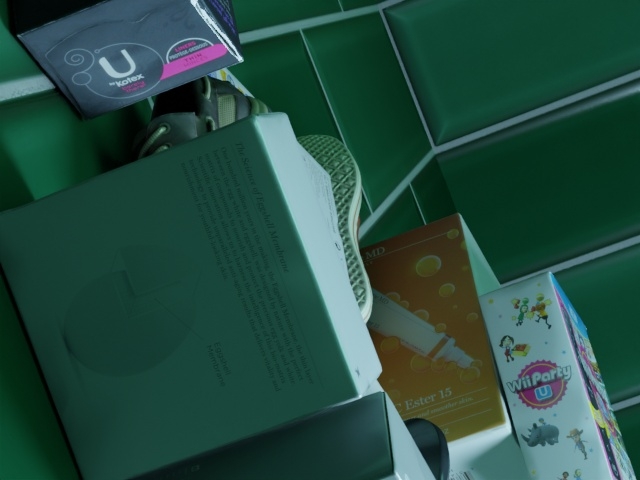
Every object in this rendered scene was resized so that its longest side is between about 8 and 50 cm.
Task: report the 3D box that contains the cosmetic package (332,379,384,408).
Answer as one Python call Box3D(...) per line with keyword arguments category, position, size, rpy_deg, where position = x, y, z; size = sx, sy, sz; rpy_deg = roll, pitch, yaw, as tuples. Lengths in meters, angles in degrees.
Box3D(category="cosmetic package", position=(-0.035, 0.131, 1.686), size=(0.127, 0.107, 0.238), rpy_deg=(-55, 136, -24))

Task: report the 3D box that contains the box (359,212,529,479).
Box3D(category="box", position=(0.130, 0.170, 2.187), size=(0.345, 0.215, 0.168), rpy_deg=(-99, 163, -44))

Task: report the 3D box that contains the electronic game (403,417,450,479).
Box3D(category="electronic game", position=(0.052, 0.276, 1.702), size=(0.048, 0.229, 0.229), rpy_deg=(30, 27, -18))

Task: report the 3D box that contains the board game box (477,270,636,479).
Box3D(category="board game box", position=(0.295, 0.219, 2.097), size=(0.224, 0.098, 0.303), rpy_deg=(46, 25, -61))

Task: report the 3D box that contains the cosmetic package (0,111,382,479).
Box3D(category="cosmetic package", position=(-0.099, 0.043, 1.359), size=(0.138, 0.225, 0.224), rpy_deg=(-27, 97, -78))

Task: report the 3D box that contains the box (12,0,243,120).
Box3D(category="box", position=(-0.188, -0.273, 1.630), size=(0.143, 0.165, 0.270), rpy_deg=(55, 19, -52))

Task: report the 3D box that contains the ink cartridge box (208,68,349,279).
Box3D(category="ink cartridge box", position=(-0.076, -0.077, 1.995), size=(0.311, 0.065, 0.185), rpy_deg=(47, 24, -45))

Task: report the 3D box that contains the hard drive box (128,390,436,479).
Box3D(category="hard drive box", position=(-0.020, 0.238, 1.371), size=(0.089, 0.232, 0.181), rpy_deg=(-95, 160, -52))

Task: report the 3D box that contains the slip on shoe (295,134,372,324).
Box3D(category="slip on shoe", position=(0.000, 0.000, 2.185), size=(0.101, 0.123, 0.331), rpy_deg=(90, -8, -51))

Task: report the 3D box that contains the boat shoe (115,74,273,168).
Box3D(category="boat shoe", position=(-0.135, -0.049, 1.666), size=(0.130, 0.132, 0.355), rpy_deg=(38, 26, -18))
